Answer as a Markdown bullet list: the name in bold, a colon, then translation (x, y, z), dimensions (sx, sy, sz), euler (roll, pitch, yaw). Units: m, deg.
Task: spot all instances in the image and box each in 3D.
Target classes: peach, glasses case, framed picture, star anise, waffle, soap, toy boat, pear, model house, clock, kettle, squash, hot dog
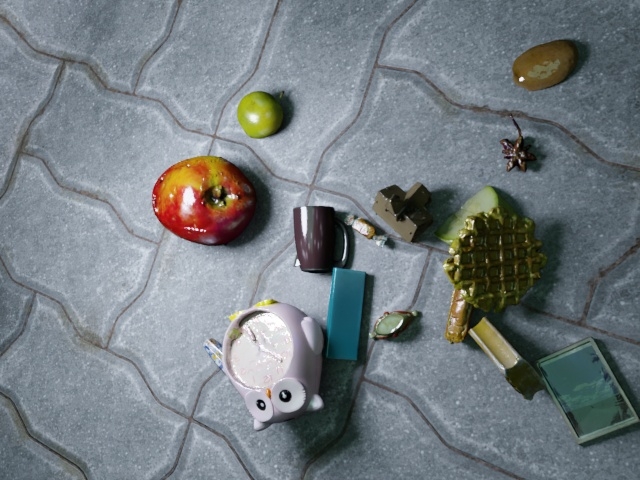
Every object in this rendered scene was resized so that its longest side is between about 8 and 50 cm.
- **peach**: translation (-0.444, -0.158, 1.911), dimensions (0.416, 0.352, 0.340), euler (4, 73, 63)
- **glasses case**: translation (-0.337, 0.453, 1.865), dimensions (0.248, 0.087, 0.065), euler (41, 85, 22)
- **framed picture**: translation (0.766, 0.434, 1.473), dimensions (0.188, 0.023, 0.260), euler (-30, 73, 18)
- **star anise**: translation (0.621, -0.308, 1.613), dimensions (0.097, 0.070, 0.191), euler (-16, 75, 21)
- **waffle**: translation (0.523, 0.051, 1.516), dimensions (0.302, 0.068, 0.325), euler (42, 80, -10)
- **glasses case**: translation (0.078, 0.248, 1.727), dimensions (0.117, 0.070, 0.302), euler (9, 85, -18)
- **soap**: translation (0.532, 0.329, 1.489), dimensions (0.080, 0.258, 0.160), euler (-41, 115, 8)
- **toy boat**: translation (0.236, 0.277, 1.675), dimensions (0.184, 0.071, 0.089), euler (-30, 71, 14)
- **pear**: translation (-0.210, -0.487, 1.926), dimensions (0.216, 0.166, 0.180), euler (-35, 56, -10)
- **model house**: translation (0.267, -0.115, 1.625), dimensions (0.181, 0.248, 0.176), euler (45, 99, 20)
- **clock**: translation (-0.143, 0.414, 1.709), dimensions (0.368, 0.250, 0.377), euler (-24, 68, 16)
- **kettle**: translation (0.000, 0.000, 1.789), dimensions (0.201, 0.144, 0.233), euler (-1, 88, -9)
- **squash**: translation (0.533, -0.022, 1.633), dimensions (0.237, 0.155, 0.204), euler (-46, 33, 11)
- **hot dog**: translation (0.445, 0.193, 1.581), dimensions (0.072, 0.115, 0.269), euler (16, 85, 4)

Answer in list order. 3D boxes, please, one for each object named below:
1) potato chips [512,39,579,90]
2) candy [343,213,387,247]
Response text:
- **potato chips**: translation (0.717, -0.566, 1.624), dimensions (0.201, 0.049, 0.151), euler (-16, 72, 25)
- **candy**: translation (0.160, -0.036, 1.765), dimensions (0.182, 0.046, 0.053), euler (38, 100, 27)
